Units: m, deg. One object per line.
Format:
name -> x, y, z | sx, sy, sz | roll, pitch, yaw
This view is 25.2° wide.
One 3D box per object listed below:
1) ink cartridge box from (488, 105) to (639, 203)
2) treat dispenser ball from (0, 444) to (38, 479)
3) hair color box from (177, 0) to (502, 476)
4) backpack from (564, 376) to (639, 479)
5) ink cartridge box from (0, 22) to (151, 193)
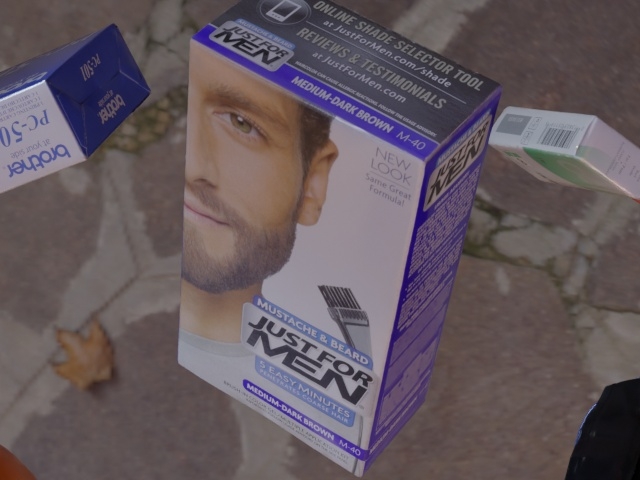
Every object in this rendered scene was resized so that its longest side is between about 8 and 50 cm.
ink cartridge box -> 0.306, -0.059, 1.500 | 0.056, 0.225, 0.181 | -58, 23, -5
treat dispenser ball -> -0.399, 0.323, 1.419 | 0.288, 0.288, 0.288 | -3, 84, 25
hair color box -> 0.000, 0.000, 1.034 | 0.185, 0.110, 0.338 | 29, 138, 20
backpack -> 0.332, 0.245, 1.218 | 0.277, 0.213, 0.263 | -5, 73, 36
ink cartridge box -> -0.198, -0.044, 0.739 | 0.207, 0.097, 0.046 | -18, 109, 21
